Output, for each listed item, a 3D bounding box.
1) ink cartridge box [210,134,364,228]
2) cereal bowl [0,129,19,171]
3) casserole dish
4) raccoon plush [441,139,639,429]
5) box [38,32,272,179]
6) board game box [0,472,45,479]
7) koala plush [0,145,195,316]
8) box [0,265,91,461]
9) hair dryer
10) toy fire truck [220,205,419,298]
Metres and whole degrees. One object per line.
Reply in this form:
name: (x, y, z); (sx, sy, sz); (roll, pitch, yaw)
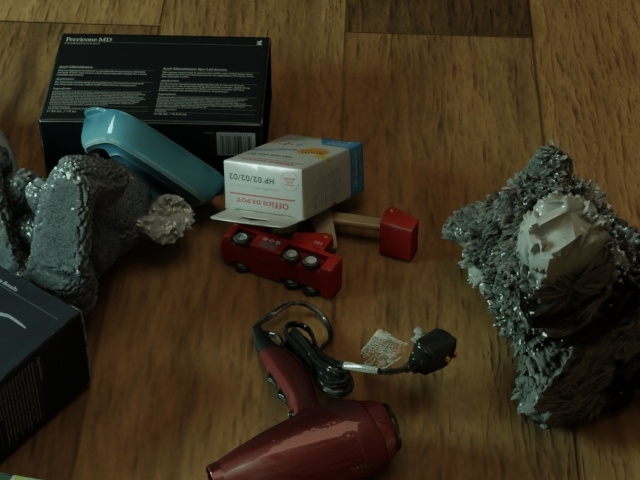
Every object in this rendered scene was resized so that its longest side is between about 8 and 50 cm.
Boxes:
ink cartridge box: (-0.038, -0.069, 1.869); (0.104, 0.061, 0.181); (8, 19, 28)
cereal bowl: (-0.510, -0.078, 1.869); (0.339, 0.141, 0.339); (0, 40, 0)
casserole dish: (-0.194, -0.087, 1.879); (0.114, 0.188, 0.037); (-8, 54, 57)
raccoon plush: (0.234, -0.025, 1.628); (0.216, 0.446, 0.299); (-24, 58, -8)
box: (-0.193, -0.160, 1.998); (0.261, 0.103, 0.184); (2, 43, 2)
board game box: (-0.321, 0.309, 1.414); (0.303, 0.097, 0.224); (10, 46, -1)
koala plush: (-0.263, -0.021, 1.810); (0.196, 0.203, 0.221); (8, 19, 26)
box: (-0.353, 0.132, 1.646); (0.153, 0.108, 0.207); (28, 49, 26)
hair dryer: (-0.013, 0.173, 1.661); (0.223, 0.080, 0.293); (8, 33, 32)
toy fire truck: (0.000, 0.000, 1.858); (0.192, 0.047, 0.135); (18, 43, 20)
